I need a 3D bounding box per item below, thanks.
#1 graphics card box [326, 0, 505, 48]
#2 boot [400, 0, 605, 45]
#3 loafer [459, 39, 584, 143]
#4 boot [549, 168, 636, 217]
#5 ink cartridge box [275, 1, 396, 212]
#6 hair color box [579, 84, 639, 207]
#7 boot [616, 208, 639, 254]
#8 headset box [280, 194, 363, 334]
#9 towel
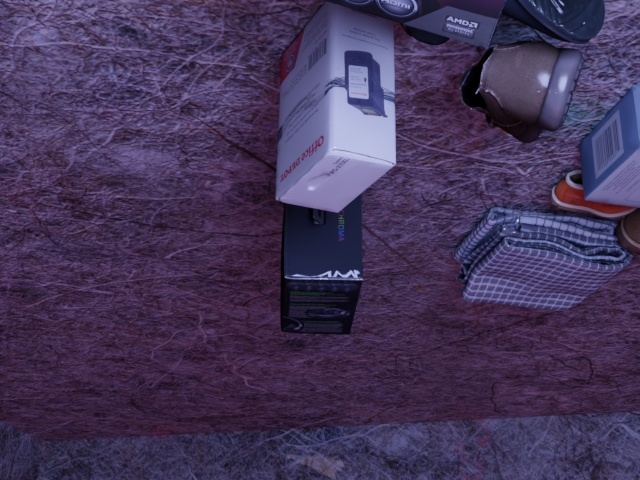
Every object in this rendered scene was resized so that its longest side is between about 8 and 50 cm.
[{"bbox_3d":[0.093,-0.346,0.986,0.232,0.094,0.371,17,154,2],"label":"graphics card box"},{"bbox_3d":[0.192,-0.291,1.291,0.246,0.094,0.207,38,155,-5],"label":"boot"},{"bbox_3d":[0.252,-0.215,1.434,0.130,0.134,0.366,18,-178,2],"label":"loafer"},{"bbox_3d":[0.488,-0.085,1.886,0.157,0.059,0.085,5,151,-6],"label":"boot"},{"bbox_3d":[0.019,-0.179,1.465,0.100,0.237,0.172,12,154,-23],"label":"ink cartridge box"},{"bbox_3d":[0.624,-0.127,1.713,0.374,0.114,0.185,7,154,-12],"label":"hair color box"},{"bbox_3d":[0.708,-0.017,1.980,0.305,0.112,0.115,7,145,-8],"label":"boot"},{"bbox_3d":[0.000,0.000,1.857,0.131,0.246,0.283,2,157,-3],"label":"headset box"},{"bbox_3d":[0.420,0.042,2.091,0.283,0.121,0.235,7,154,-13],"label":"towel"}]
